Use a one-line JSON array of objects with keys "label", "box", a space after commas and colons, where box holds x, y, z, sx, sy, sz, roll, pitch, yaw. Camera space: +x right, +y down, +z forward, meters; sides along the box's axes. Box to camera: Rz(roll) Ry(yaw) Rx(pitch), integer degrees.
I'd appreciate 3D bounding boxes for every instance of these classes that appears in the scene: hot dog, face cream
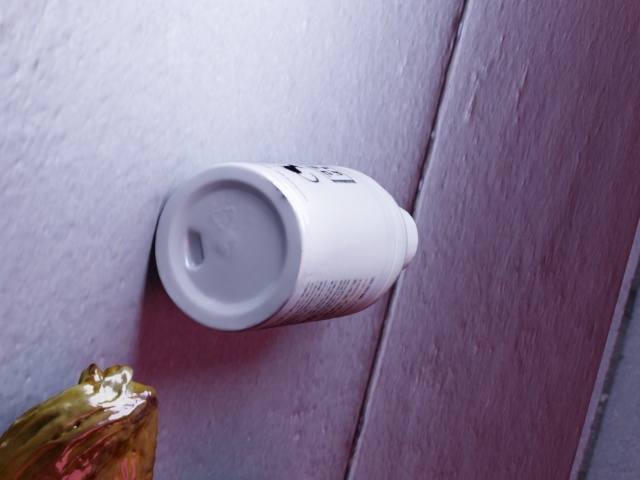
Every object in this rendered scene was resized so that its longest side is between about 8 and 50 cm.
[{"label": "hot dog", "box": [-0.200, 0.224, 1.426, 0.196, 0.122, 0.272, -31, 129, -59]}, {"label": "face cream", "box": [0.000, 0.000, 1.673, 0.369, 0.145, 0.145, -6, 112, -65]}]
